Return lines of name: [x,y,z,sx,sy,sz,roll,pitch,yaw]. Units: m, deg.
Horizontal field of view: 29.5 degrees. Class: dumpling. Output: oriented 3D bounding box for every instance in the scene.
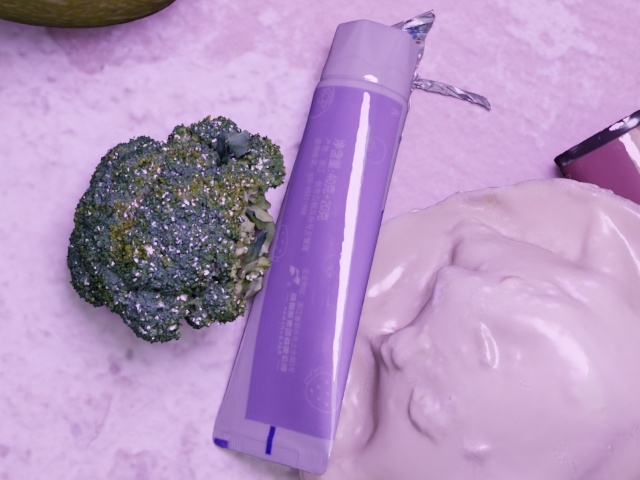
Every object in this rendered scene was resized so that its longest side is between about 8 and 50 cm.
dumpling: [0.136,0.113,1.000,0.395,0.233,0.315,-47,62,0]

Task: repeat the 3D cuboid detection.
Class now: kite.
kite: [0.082,-0.143,1.088,0.156,0.011,0.139,16,84,-9]

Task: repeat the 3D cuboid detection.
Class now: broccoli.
broccoli: [-0.112,-0.009,0.961,0.156,0.195,0.195,3,81,-46]

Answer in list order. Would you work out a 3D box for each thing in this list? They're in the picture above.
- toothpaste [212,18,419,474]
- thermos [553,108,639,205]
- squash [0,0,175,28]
toothpaste: [0.000,0.000,1.008,0.080,0.125,0.371,29,72,-49]
thermos: [0.344,0.038,1.061,0.136,0.109,0.330,-28,87,-16]
squash: [-0.216,-0.276,0.896,0.309,0.310,0.310,31,78,-9]
